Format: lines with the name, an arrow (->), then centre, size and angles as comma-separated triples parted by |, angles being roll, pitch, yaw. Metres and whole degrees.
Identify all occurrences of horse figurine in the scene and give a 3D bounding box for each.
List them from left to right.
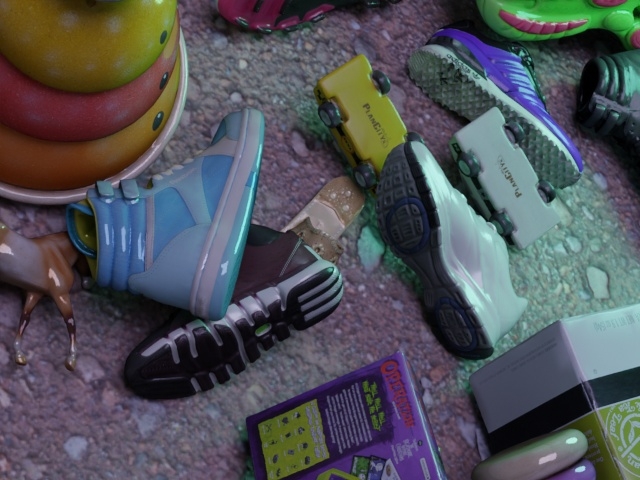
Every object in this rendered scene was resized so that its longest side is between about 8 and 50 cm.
horse figurine -> -0.355, 0.042, 1.605 | 0.263, 0.066, 0.175 | 20, 63, -34

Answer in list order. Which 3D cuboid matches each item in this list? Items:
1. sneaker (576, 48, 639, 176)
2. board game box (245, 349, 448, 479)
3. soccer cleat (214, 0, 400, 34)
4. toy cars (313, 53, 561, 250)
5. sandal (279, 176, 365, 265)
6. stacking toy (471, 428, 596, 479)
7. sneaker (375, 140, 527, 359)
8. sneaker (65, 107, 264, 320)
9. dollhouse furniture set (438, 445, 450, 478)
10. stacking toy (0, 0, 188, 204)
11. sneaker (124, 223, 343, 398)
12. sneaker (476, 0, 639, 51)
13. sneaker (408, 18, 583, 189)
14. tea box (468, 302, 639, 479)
sneaker -> 0.454, -0.145, 2.106 | 0.146, 0.104, 0.296 | -3, 73, -13
board game box -> 0.039, 0.291, 1.564 | 0.056, 0.208, 0.347 | 53, 15, -39
soccer cleat -> -0.021, -0.375, 1.984 | 0.331, 0.116, 0.143 | -15, 58, -33
toy cars -> 0.150, -0.113, 1.944 | 0.393, 0.087, 0.177 | 19, 79, -21
sandal -> -0.005, -0.004, 1.818 | 0.088, 0.079, 0.240 | 37, 56, -5
stacking toy -> 0.294, 0.388, 1.636 | 0.141, 0.141, 0.330 | -19, 84, -32
sneaker -> 0.170, 0.004, 1.868 | 0.129, 0.111, 0.297 | -33, 105, -38
sneaker -> -0.180, -0.058, 1.685 | 0.208, 0.127, 0.319 | 11, 43, 0
dollhouse furniture set -> 0.202, 0.421, 1.645 | 0.303, 0.198, 0.286 | 32, 57, -9
stacking toy -> -0.265, -0.245, 1.547 | 0.350, 0.480, 0.351 | 3, 80, -19
sneaker -> -0.125, 0.073, 1.730 | 0.281, 0.106, 0.162 | -25, 47, -15
sneaker -> 0.406, -0.396, 2.138 | 0.482, 0.185, 0.202 | 3, 44, -39
sneaker -> 0.275, -0.207, 2.038 | 0.293, 0.102, 0.146 | 42, 55, -2
tea box -> 0.418, 0.253, 1.814 | 0.329, 0.220, 0.324 | -11, 73, -32
